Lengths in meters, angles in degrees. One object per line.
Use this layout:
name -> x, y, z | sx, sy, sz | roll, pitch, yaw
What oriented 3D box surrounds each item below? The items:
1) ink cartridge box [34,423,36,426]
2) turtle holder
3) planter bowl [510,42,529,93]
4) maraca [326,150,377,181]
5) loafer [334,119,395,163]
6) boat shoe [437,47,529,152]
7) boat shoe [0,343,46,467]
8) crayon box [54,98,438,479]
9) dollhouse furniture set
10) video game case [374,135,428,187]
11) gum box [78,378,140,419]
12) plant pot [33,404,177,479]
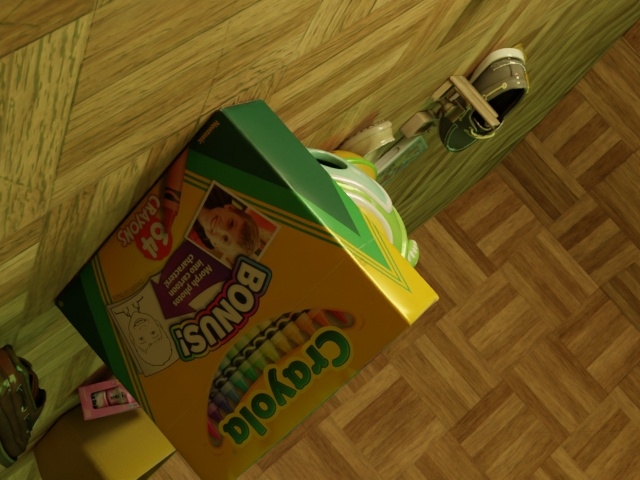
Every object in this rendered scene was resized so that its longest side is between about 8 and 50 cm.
ink cartridge box -> -0.476, 0.276, 1.603 | 0.122, 0.052, 0.088 | -37, 172, -35
turtle holder -> -0.008, 0.012, 1.492 | 0.243, 0.320, 0.227 | -23, 138, 11
planter bowl -> 0.383, -0.318, 2.354 | 0.217, 0.090, 0.217 | -41, 173, -6
maraca -> 0.011, -0.094, 1.761 | 0.185, 0.099, 0.127 | 3, 141, -41
loafer -> 0.052, -0.105, 1.895 | 0.102, 0.092, 0.268 | -33, 169, -49
boat shoe -> 0.327, -0.264, 2.230 | 0.109, 0.091, 0.305 | 2, 150, -22
boat shoe -> -0.394, 0.208, 1.383 | 0.104, 0.111, 0.307 | -38, 172, -16
crayon box -> -0.098, 0.072, 1.290 | 0.363, 0.313, 0.106 | -45, 172, 29
dollhouse furniture set -> 0.258, -0.224, 2.127 | 0.151, 0.123, 0.144 | -44, 172, 22
video game case -> 0.141, -0.153, 2.347 | 0.206, 0.026, 0.227 | -41, 173, 6
gum box -> -0.369, 0.287, 2.029 | 0.107, 0.062, 0.188 | -14, 174, 3
plant pot -> -0.434, 0.420, 2.159 | 0.212, 0.187, 0.212 | -46, 171, 36
